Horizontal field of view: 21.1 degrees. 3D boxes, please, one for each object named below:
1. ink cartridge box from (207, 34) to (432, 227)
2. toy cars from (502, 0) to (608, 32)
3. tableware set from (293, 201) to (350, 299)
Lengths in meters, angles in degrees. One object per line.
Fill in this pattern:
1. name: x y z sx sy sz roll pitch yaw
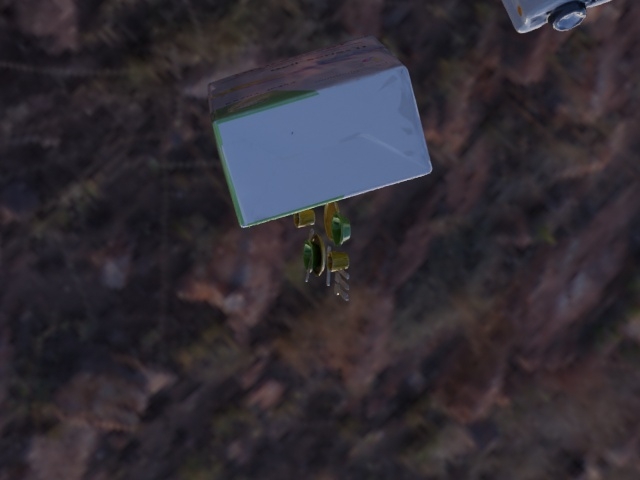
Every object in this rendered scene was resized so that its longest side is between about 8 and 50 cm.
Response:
1. ink cartridge box: -0.012 -0.131 1.855 0.207 0.353 0.119 -16 103 -2
2. toy cars: 0.342 -0.232 1.490 0.087 0.393 0.176 79 30 -67
3. tableware set: 0.000 0.000 1.867 0.024 0.154 0.104 -2 106 -16
